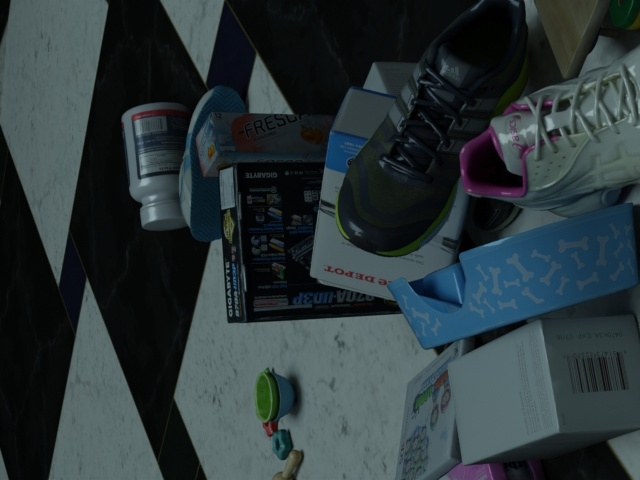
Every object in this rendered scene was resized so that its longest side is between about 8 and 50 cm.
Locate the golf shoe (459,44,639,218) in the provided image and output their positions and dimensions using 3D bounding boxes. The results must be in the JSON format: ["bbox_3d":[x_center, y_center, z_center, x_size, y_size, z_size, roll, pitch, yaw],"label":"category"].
[{"bbox_3d":[0.231,-0.093,1.370,0.306,0.140,0.115,139,126,-58],"label":"golf shoe"}]

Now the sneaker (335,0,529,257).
[{"bbox_3d":[0.105,-0.117,1.495,0.300,0.111,0.121,-59,-13,-25],"label":"sneaker"}]

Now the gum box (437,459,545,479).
[{"bbox_3d":[0.167,0.282,1.626,0.188,0.062,0.107,128,135,-55],"label":"gum box"}]

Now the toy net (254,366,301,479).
[{"bbox_3d":[-0.066,0.290,2.166,0.122,0.045,0.232,178,91,-66],"label":"toy net"}]

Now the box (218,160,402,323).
[{"bbox_3d":[0.000,0.000,1.789,0.051,0.220,0.175,-11,82,63],"label":"box"}]

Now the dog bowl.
[{"bbox_3d":[0.179,0.039,1.479,0.297,0.166,0.074,-26,80,63],"label":"dog bowl"}]

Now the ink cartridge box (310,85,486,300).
[{"bbox_3d":[0.078,-0.040,1.646,0.086,0.148,0.203,-70,-8,-46],"label":"ink cartridge box"}]

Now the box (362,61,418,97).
[{"bbox_3d":[0.098,-0.126,1.707,0.101,0.102,0.087,113,149,-45],"label":"box"}]

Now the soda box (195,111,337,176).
[{"bbox_3d":[-0.055,-0.115,1.946,0.063,0.183,0.058,130,133,-54],"label":"soda box"}]

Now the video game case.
[{"bbox_3d":[0.120,0.192,1.717,0.157,0.019,0.143,129,154,-58],"label":"video game case"}]

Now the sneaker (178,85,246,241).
[{"bbox_3d":[-0.164,-0.118,2.311,0.092,0.087,0.229,-129,45,-56],"label":"sneaker"}]

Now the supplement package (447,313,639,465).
[{"bbox_3d":[0.207,0.139,1.477,0.179,0.105,0.105,144,121,-60],"label":"supplement package"}]

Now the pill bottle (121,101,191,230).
[{"bbox_3d":[-0.243,-0.111,2.458,0.108,0.108,0.180,149,117,-63],"label":"pill bottle"}]

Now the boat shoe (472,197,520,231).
[{"bbox_3d":[0.179,-0.063,1.592,0.152,0.049,0.056,116,143,-47],"label":"boat shoe"}]

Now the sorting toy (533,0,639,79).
[{"bbox_3d":[0.242,-0.235,1.426,0.274,0.046,0.132,-100,23,-49],"label":"sorting toy"}]
